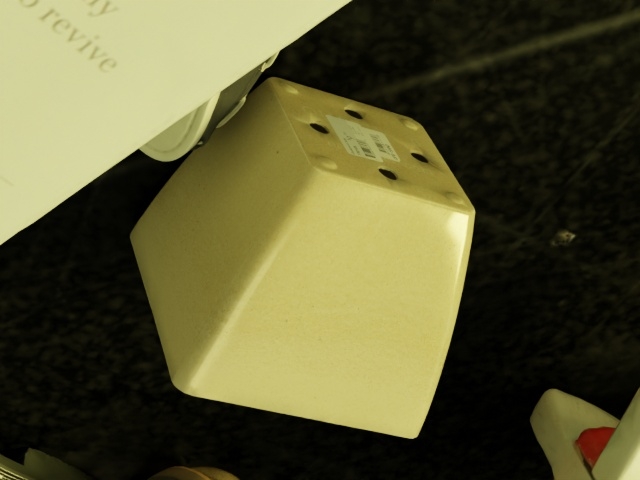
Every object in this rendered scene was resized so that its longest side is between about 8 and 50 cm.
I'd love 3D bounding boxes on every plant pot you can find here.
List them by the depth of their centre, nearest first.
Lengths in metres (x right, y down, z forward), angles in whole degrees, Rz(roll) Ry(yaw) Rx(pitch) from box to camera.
[{"bbox_3d":[0.000,0.000,0.612,0.109,0.109,0.096,15,118,-27],"label":"plant pot"}]

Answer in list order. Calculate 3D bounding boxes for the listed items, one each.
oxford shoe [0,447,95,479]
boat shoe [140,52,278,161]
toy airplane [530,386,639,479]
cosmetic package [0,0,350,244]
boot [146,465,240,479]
[{"bbox_3d":[-0.192,0.131,0.705,0.227,0.096,0.083,25,127,-32],"label":"oxford shoe"},{"bbox_3d":[-0.031,-0.083,0.560,0.046,0.038,0.125,35,124,10],"label":"boat shoe"},{"bbox_3d":[0.276,0.174,0.779,0.386,0.272,0.384,-16,100,16],"label":"toy airplane"},{"bbox_3d":[-0.060,-0.174,0.364,0.453,0.161,0.230,-32,134,19],"label":"cosmetic package"},{"bbox_3d":[-0.042,0.216,0.853,0.115,0.112,0.305,-28,140,-28],"label":"boot"}]
